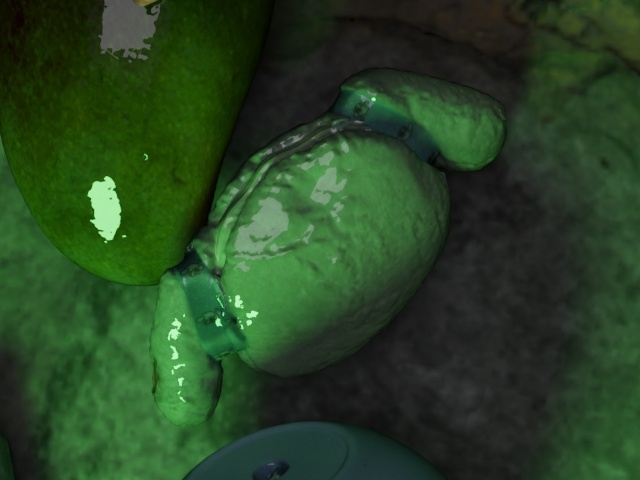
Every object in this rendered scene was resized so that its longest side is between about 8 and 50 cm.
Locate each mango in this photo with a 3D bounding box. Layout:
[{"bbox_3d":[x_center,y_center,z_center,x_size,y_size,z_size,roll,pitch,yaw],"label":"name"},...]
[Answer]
[{"bbox_3d":[-0.085,-0.113,0.762,0.133,0.111,0.268,1,88,4],"label":"mango"}]

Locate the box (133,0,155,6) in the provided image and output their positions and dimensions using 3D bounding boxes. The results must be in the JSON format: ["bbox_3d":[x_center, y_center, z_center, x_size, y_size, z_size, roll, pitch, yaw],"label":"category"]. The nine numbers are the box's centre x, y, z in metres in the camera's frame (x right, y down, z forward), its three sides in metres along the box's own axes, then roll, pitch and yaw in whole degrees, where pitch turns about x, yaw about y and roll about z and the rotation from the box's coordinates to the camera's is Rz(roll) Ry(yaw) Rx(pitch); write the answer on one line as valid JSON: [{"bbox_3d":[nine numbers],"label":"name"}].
[{"bbox_3d":[-0.056,-0.335,0.615,0.300,0.312,0.314,-34,61,-5],"label":"box"}]

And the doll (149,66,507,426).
[{"bbox_3d":[0.000,0.000,0.759,0.214,0.071,0.103,-43,126,-4],"label":"doll"}]

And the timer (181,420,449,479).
[{"bbox_3d":[0.009,0.205,0.713,0.175,0.175,0.256,-14,87,4],"label":"timer"}]

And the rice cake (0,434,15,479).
[{"bbox_3d":[-0.150,0.166,0.790,0.029,0.033,0.171,-14,86,7],"label":"rice cake"}]
